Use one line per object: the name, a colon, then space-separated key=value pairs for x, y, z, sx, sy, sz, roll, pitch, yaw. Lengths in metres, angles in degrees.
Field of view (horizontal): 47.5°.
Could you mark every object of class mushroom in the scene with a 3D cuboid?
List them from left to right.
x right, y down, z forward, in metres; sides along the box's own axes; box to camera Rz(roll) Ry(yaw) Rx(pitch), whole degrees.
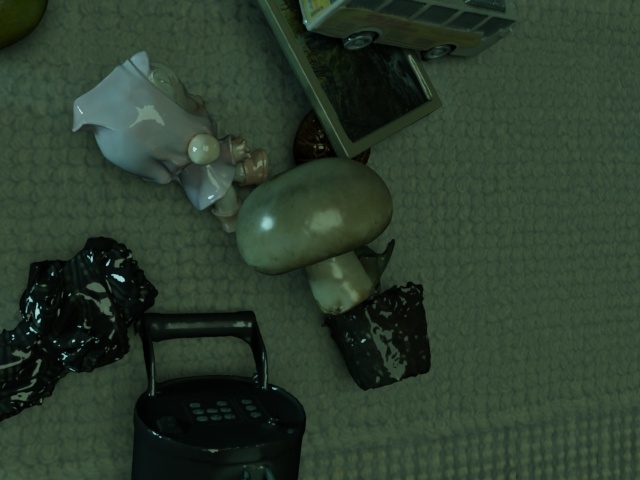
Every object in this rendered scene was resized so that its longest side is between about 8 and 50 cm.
mushroom: x=0.000 y=0.000 z=0.914 sx=0.204 sy=0.204 sz=0.204 roll=0 pitch=90 yaw=-18
mushroom: x=0.019 y=-0.132 z=1.016 sx=0.126 sy=0.085 sz=0.109 roll=46 pitch=62 yaw=-39

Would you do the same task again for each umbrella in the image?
umbrella: x=-0.359 y=0.124 z=0.874 sx=0.336 sy=0.128 sz=0.154 roll=-30 pitch=85 yaw=-8

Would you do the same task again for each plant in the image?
plant: x=0.073 y=0.103 z=1.010 sx=0.142 sy=0.131 sz=0.203 roll=-9 pitch=84 yaw=-14

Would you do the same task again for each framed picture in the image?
framed picture: x=0.030 y=-0.290 z=0.999 sx=0.240 sy=0.020 sz=0.324 roll=-32 pitch=97 yaw=-41

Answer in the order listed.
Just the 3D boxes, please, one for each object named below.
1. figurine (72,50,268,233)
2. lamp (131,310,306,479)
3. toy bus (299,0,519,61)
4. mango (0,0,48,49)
figurine: x=-0.176 y=-0.119 z=0.918 sx=0.133 sy=0.200 sz=0.276 roll=-48 pitch=129 yaw=4
lamp: x=-0.135 y=0.301 z=0.897 sx=0.205 sy=0.374 sz=0.272 roll=2 pitch=121 yaw=-25
toy bus: x=0.124 y=-0.323 z=0.982 sx=0.342 sy=0.138 sz=0.097 roll=-5 pitch=77 yaw=-39
mango: x=-0.472 y=-0.284 z=0.833 sx=0.289 sy=0.129 sz=0.146 roll=15 pitch=75 yaw=-22
